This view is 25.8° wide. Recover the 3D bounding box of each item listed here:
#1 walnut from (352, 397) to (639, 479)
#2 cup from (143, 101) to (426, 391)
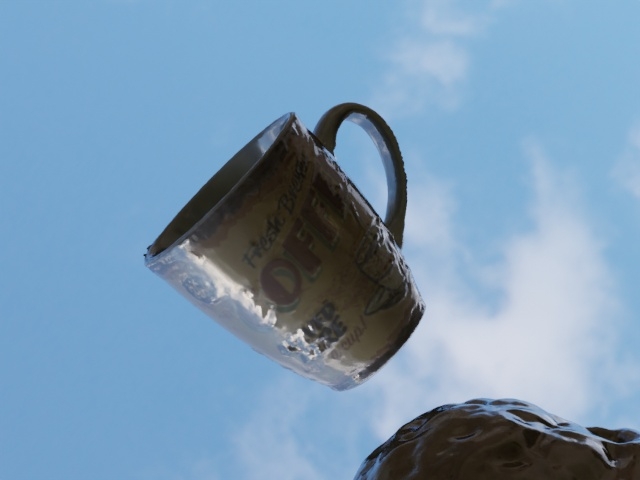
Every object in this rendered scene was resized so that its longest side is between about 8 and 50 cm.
[{"bbox_3d":[0.122,0.214,0.854,0.248,0.248,0.248,11,-118,-21],"label":"walnut"},{"bbox_3d":[0.000,0.000,1.504,0.257,0.227,0.301,45,-113,-13],"label":"cup"}]
